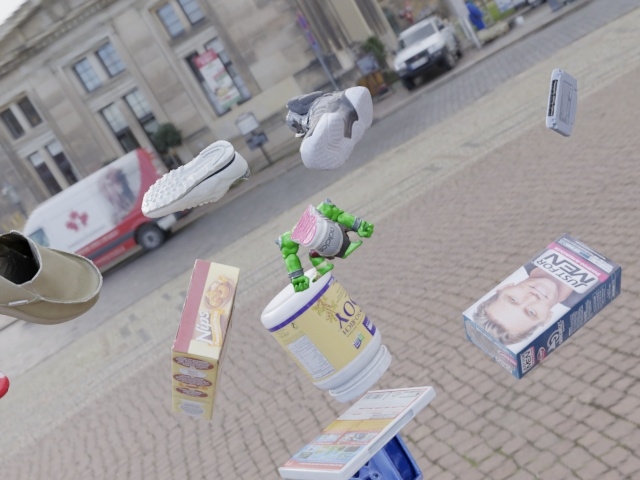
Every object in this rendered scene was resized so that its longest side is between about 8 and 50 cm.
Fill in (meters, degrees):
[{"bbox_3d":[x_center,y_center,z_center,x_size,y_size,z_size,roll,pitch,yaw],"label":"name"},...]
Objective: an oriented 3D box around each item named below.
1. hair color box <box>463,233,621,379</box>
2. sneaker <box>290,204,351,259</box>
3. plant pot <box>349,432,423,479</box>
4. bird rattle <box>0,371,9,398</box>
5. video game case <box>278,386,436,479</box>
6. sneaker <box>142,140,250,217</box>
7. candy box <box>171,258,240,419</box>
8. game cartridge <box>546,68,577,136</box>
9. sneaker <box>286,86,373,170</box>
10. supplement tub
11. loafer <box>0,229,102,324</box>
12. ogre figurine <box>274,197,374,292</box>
[{"bbox_3d":[0.522,0.147,1.789,0.347,0.105,0.174,-36,46,-17],"label":"hair color box"},{"bbox_3d":[0.004,-0.007,1.150,0.063,0.074,0.170,-60,13,3],"label":"sneaker"},{"bbox_3d":[0.114,0.601,2.036,0.212,0.236,0.236,-35,-15,12],"label":"plant pot"},{"bbox_3d":[-0.401,0.126,0.748,0.253,0.143,0.207,-35,24,22],"label":"bird rattle"},{"bbox_3d":[0.074,0.378,1.506,0.285,0.025,0.204,-32,8,-38],"label":"video game case"},{"bbox_3d":[-0.255,-0.104,1.558,0.235,0.095,0.090,-29,49,8],"label":"sneaker"},{"bbox_3d":[-0.218,0.195,1.432,0.316,0.087,0.183,108,172,-57],"label":"candy box"},{"bbox_3d":[0.334,-0.188,1.052,0.056,0.083,0.017,14,-8,-40],"label":"game cartridge"},{"bbox_3d":[-0.008,-0.214,1.475,0.153,0.101,0.269,3,34,28],"label":"sneaker"},{"bbox_3d":[0.020,0.265,2.149,0.241,0.331,0.241,-39,8,7],"label":"supplement tub"},{"bbox_3d":[-0.376,0.044,0.974,0.092,0.102,0.268,-37,-22,23],"label":"loafer"},{"bbox_3d":[0.000,0.000,1.510,0.197,0.118,0.097,-39,1,13],"label":"ogre figurine"}]
